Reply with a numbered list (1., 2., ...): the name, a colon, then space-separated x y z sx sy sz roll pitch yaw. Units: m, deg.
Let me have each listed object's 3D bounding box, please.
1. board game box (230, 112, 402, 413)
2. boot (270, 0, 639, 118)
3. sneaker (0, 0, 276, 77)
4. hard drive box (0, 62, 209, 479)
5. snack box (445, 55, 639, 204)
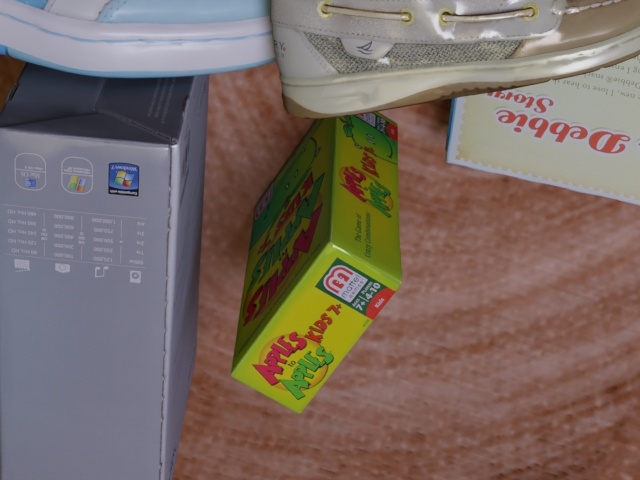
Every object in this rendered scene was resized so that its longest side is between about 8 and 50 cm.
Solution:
1. board game box: 0.000 0.000 0.833 0.043 0.181 0.092 31 116 -14
2. boot: 0.070 -0.155 0.729 0.213 0.077 0.165 -11 108 6
3. sneaker: -0.140 -0.202 0.761 0.319 0.127 0.208 8 120 -3
4. hard drive box: -0.113 0.010 0.845 0.089 0.181 0.232 5 118 0
5. snack box: 0.234 -0.098 0.796 0.322 0.060 0.187 14 120 12
